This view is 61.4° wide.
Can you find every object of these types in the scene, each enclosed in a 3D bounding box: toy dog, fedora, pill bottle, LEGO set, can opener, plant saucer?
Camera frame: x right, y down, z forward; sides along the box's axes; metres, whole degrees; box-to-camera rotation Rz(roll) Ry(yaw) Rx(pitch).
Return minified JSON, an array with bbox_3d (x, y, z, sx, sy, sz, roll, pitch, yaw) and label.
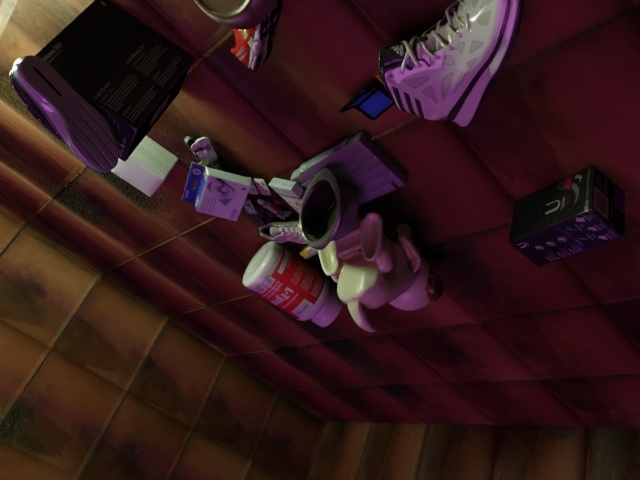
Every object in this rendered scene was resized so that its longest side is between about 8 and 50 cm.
[{"bbox_3d":[0.250,0.121,1.873,0.407,0.396,0.284,17,142,-41],"label":"toy dog"},{"bbox_3d":[0.040,-0.095,1.762,0.124,0.244,0.275,4,133,-31],"label":"fedora"},{"bbox_3d":[-0.110,0.199,2.319,0.407,0.229,0.229,35,145,-18],"label":"pill bottle"},{"bbox_3d":[-0.227,-0.157,2.068,0.182,0.060,0.244,8,139,35],"label":"LEGO set"},{"bbox_3d":[-0.404,-0.273,1.985,0.093,0.074,0.280,43,162,41],"label":"can opener"},{"bbox_3d":[-0.230,-0.647,1.254,0.310,0.050,0.311,22,134,25],"label":"plant saucer"}]

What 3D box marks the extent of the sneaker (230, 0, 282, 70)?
[{"bbox_3d":[-0.182,-0.565,1.393,0.118,0.107,0.279,32,145,2],"label":"sneaker"}]

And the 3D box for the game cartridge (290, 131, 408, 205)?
[{"bbox_3d":[0.085,-0.211,1.774,0.230,0.068,0.355,43,142,-22],"label":"game cartridge"}]

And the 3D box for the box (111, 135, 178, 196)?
[{"bbox_3d":[-0.673,-0.289,2.061,0.182,0.119,0.181,36,145,-19],"label":"box"}]

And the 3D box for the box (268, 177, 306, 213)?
[{"bbox_3d":[-0.080,-0.148,1.921,0.145,0.038,0.186,19,162,49],"label":"box"}]

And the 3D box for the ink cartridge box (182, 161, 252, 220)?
[{"bbox_3d":[-0.389,-0.174,1.996,0.223,0.045,0.223,14,141,-15],"label":"ink cartridge box"}]

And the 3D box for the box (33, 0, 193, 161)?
[{"bbox_3d":[-0.600,-0.467,1.558,0.312,0.343,0.179,33,145,-13],"label":"box"}]

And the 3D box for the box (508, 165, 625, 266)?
[{"bbox_3d":[0.690,-0.061,1.523,0.143,0.165,0.270,34,145,-17],"label":"box"}]

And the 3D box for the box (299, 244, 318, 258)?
[{"bbox_3d":[0.000,0.000,2.080,0.043,0.105,0.179,40,144,-14],"label":"box"}]

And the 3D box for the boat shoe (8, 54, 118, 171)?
[{"bbox_3d":[-0.662,-0.321,1.406,0.119,0.121,0.335,-6,125,45],"label":"boat shoe"}]

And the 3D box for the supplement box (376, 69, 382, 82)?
[{"bbox_3d":[0.195,-0.436,1.397,0.083,0.043,0.055,-16,131,45],"label":"supplement box"}]

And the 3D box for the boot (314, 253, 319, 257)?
[{"bbox_3d":[0.006,0.068,2.234,0.121,0.045,0.099,-4,142,34],"label":"boot"}]

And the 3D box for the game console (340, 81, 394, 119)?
[{"bbox_3d":[0.135,-0.376,1.499,0.122,0.107,0.071,-31,91,51],"label":"game console"}]

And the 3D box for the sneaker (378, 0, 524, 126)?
[{"bbox_3d":[0.267,-0.430,1.200,0.257,0.169,0.448,5,149,-2],"label":"sneaker"}]

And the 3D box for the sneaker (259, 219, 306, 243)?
[{"bbox_3d":[-0.125,-0.033,2.073,0.262,0.099,0.121,-8,174,37],"label":"sneaker"}]
